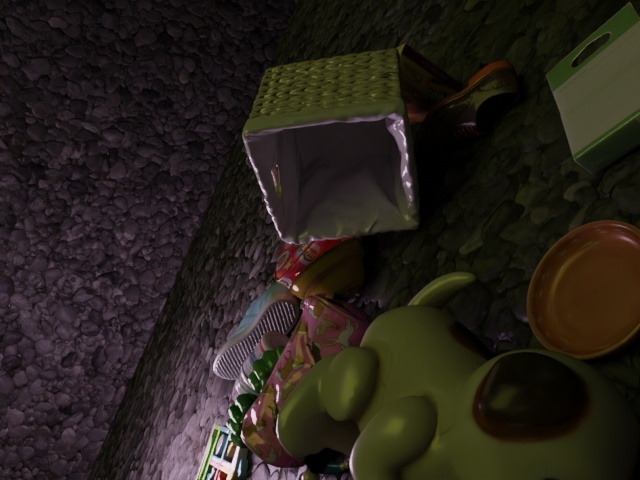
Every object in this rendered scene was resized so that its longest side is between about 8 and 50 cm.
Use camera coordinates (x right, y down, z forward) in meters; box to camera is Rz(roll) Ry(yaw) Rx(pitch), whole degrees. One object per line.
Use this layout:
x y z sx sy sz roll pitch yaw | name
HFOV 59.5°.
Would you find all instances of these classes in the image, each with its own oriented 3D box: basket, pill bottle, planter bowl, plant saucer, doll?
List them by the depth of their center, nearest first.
0.372 0.069 0.761 0.200 0.037 0.200 -47 29 37 | plant saucer
0.012 0.412 1.122 0.129 0.046 0.189 27 95 27 | doll
0.039 -0.204 1.235 0.331 0.328 0.266 -7 45 11 | basket
0.039 0.095 1.320 0.090 0.217 0.217 52 124 18 | planter bowl
-0.152 0.341 1.509 0.180 0.108 0.108 -54 25 23 | pill bottle

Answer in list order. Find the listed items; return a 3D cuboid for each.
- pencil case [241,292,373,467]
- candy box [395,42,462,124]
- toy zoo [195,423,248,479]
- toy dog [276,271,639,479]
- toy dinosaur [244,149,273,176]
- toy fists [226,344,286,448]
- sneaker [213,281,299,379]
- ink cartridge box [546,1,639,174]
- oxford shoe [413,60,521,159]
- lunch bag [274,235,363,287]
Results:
-0.029 0.302 1.213 0.167 0.160 0.386 37 103 54 | pencil case
0.183 -0.373 1.423 0.316 0.183 0.087 3 68 65 | candy box
-0.272 0.628 1.572 0.293 0.030 0.192 -18 50 60 | toy zoo
0.202 0.236 0.725 0.395 0.284 0.408 -52 20 -18 | toy dog
-0.202 -0.323 2.223 0.313 0.160 0.121 -1 66 66 | toy dinosaur
-0.127 0.387 1.365 0.279 0.142 0.096 -61 23 9 | toy fists
-0.181 0.262 1.649 0.366 0.135 0.150 -45 21 20 | sneaker
0.456 -0.239 0.873 0.171 0.056 0.235 -43 28 41 | ink cartridge box
0.299 -0.250 1.172 0.271 0.097 0.098 -45 36 38 | oxford shoe
0.000 0.000 1.456 0.293 0.120 0.258 -47 18 26 | lunch bag
